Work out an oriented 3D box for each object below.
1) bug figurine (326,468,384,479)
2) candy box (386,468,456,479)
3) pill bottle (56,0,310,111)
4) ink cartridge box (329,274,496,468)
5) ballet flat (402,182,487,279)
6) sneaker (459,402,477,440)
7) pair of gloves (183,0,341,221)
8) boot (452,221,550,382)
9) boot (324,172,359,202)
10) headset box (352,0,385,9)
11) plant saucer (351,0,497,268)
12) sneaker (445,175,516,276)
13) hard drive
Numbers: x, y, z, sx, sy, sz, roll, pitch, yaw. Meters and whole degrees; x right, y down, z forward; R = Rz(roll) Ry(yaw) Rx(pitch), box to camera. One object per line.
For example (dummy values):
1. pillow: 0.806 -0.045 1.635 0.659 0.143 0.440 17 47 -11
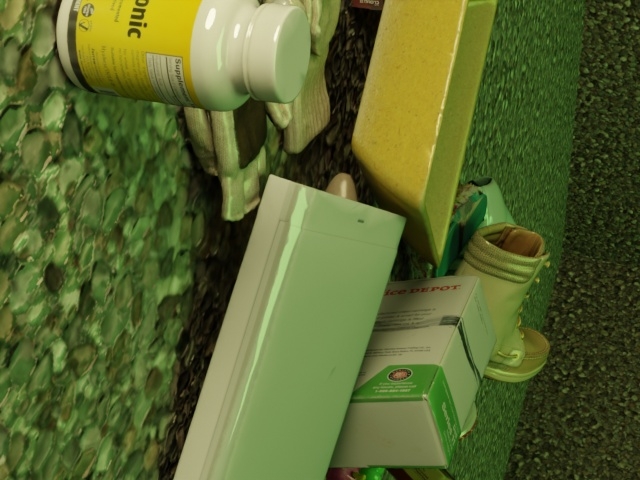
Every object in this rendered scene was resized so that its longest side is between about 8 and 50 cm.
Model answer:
1. bug figurine: 0.017 0.300 1.041 0.279 0.072 0.216 70 36 -57
2. candy box: 0.124 0.298 1.286 0.053 0.109 0.187 -45 157 -1
3. pill bottle: -0.067 -0.100 0.487 0.065 0.116 0.065 11 90 -72
4. ink cartridge box: 0.075 0.126 0.962 0.208 0.153 0.087 -52 129 -52
5. ballet flat: 0.149 -0.011 1.246 0.241 0.077 0.091 -40 140 -59
6. sneaker: 0.156 0.196 1.345 0.093 0.088 0.225 53 22 -29
7. pair of gloves: -0.028 -0.142 0.700 0.240 0.042 0.204 -48 144 -59
8. boot: 0.252 0.082 1.293 0.262 0.095 0.203 10 116 -38
9. boot: 0.000 0.000 0.867 0.087 0.042 0.119 -17 116 -67
10. headset box: 0.052 -0.255 0.885 0.062 0.032 0.083 -60 155 -44
11. plant saucer: 0.106 -0.162 0.937 0.333 0.081 0.333 49 53 -76
12. sneaker: 0.190 0.005 1.394 0.256 0.094 0.151 -41 114 -40
13. hard drive: -0.026 0.113 0.758 0.203 0.040 0.308 12 96 -64
